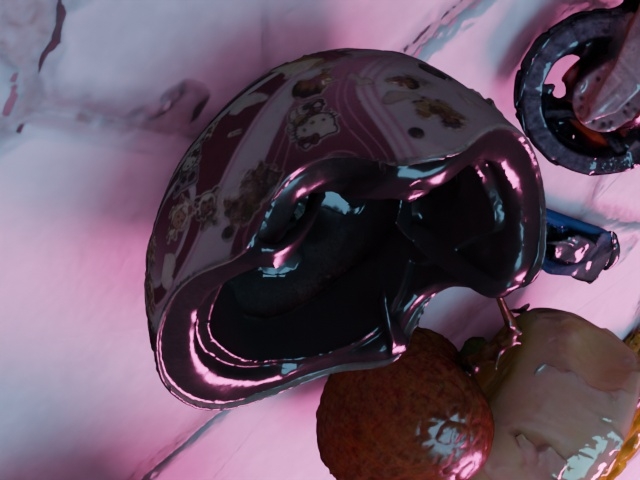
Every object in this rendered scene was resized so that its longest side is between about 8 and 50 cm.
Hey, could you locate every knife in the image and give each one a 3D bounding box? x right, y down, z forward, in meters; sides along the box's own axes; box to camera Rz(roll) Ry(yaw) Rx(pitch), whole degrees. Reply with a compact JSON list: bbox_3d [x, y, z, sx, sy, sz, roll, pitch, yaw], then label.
[{"bbox_3d":[0.122,-0.005,0.685,0.044,0.026,0.296,-45,149,22],"label":"knife"}]

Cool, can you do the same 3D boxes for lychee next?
[{"bbox_3d":[0.060,0.094,0.641,0.140,0.101,0.114,-16,166,22],"label":"lychee"}]

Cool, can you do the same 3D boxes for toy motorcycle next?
[{"bbox_3d":[0.229,-0.135,0.548,0.298,0.171,0.089,-55,-171,20],"label":"toy motorcycle"}]

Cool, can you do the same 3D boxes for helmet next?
[{"bbox_3d":[0.000,-0.016,0.476,0.177,0.107,0.153,-30,151,12],"label":"helmet"}]

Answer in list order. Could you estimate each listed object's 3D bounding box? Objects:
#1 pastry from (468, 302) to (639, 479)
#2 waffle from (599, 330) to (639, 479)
[{"bbox_3d":[0.136,0.115,0.730,0.166,0.088,0.166,-54,-179,2],"label":"pastry"},{"bbox_3d":[0.210,0.189,0.961,0.291,0.051,0.291,-31,146,-23],"label":"waffle"}]
